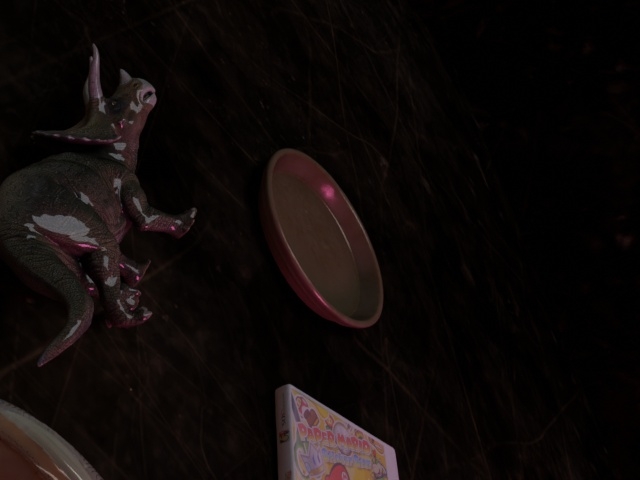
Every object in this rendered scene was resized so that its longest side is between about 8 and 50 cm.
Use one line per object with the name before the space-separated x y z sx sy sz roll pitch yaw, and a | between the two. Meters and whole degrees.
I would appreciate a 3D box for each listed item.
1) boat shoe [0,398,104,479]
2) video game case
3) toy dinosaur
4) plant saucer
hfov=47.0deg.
boat shoe | -0.130 0.225 0.332 0.324 0.123 0.116 64 25 0
video game case | 0.030 0.291 0.810 0.227 0.026 0.206 40 32 -40
toy dinosaur | -0.200 -0.011 0.596 0.160 0.121 0.313 39 35 -19
plant saucer | 0.000 0.000 1.040 0.278 0.041 0.277 44 30 -34
